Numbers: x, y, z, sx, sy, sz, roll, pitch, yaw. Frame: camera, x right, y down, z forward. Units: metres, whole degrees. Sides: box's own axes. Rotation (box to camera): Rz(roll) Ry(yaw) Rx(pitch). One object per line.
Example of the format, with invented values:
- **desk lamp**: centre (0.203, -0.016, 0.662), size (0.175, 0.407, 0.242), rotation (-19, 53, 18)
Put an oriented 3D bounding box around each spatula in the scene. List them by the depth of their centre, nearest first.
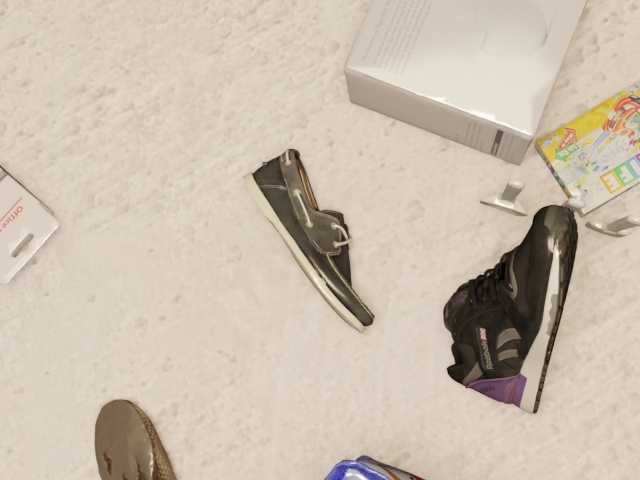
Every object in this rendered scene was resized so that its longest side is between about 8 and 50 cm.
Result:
- **spatula**: centre (0.255, -0.029, 1.194), size (0.168, 0.242, 0.019), rotation (18, 90, 7)

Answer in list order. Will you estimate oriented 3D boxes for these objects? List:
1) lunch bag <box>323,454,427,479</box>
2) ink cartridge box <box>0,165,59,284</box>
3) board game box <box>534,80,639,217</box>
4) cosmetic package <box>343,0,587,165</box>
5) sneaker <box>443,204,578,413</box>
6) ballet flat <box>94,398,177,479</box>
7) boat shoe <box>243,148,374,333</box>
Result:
- **lunch bag**: centre (0.147, 0.379, 1.088), size (0.385, 0.328, 0.239), rotation (32, 85, 11)
- **ink cartridge box**: centre (-0.400, -0.033, 1.342), size (0.180, 0.060, 0.104), rotation (40, 84, 11)
- **board game box**: centre (0.345, -0.110, 1.311), size (0.154, 0.026, 0.103), rotation (-31, 79, -1)
- **cosmetic package**: centre (0.172, -0.239, 1.293), size (0.225, 0.138, 0.224), rotation (22, 82, 7)
- **sneaker**: centre (0.190, 0.074, 1.174), size (0.124, 0.283, 0.107), rotation (14, 45, 12)
- **ballet flat**: centre (-0.185, 0.295, 1.272), size (0.084, 0.058, 0.250), rotation (-36, 72, 20)
- **boat shoe**: centre (0.000, 0.000, 1.291), size (0.079, 0.084, 0.233), rotation (-32, 76, -1)
